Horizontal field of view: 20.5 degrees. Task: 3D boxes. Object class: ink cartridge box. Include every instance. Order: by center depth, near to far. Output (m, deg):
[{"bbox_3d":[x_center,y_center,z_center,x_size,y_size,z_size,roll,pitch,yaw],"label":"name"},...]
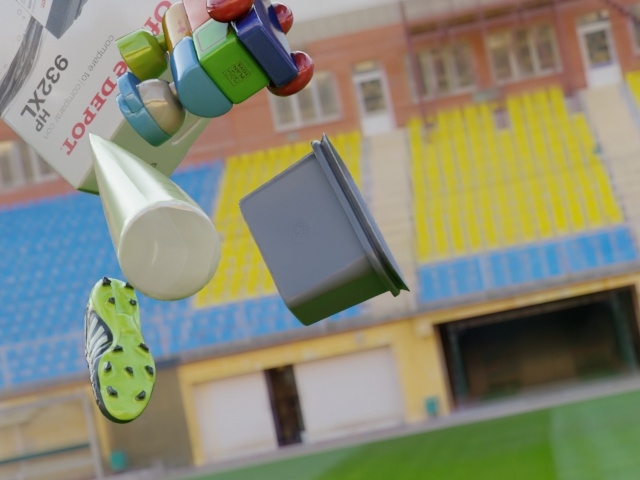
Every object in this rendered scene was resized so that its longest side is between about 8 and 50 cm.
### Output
[{"bbox_3d":[-0.237,-0.216,1.723,0.223,0.307,0.129,-54,-24,13],"label":"ink cartridge box"}]

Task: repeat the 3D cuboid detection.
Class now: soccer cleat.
[{"bbox_3d":[-0.194,0.112,1.671,0.060,0.179,0.072,11,-50,-21],"label":"soccer cleat"}]

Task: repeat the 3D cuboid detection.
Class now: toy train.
[{"bbox_3d":[-0.106,-0.181,1.455,0.143,0.105,0.248,-33,35,9],"label":"toy train"}]

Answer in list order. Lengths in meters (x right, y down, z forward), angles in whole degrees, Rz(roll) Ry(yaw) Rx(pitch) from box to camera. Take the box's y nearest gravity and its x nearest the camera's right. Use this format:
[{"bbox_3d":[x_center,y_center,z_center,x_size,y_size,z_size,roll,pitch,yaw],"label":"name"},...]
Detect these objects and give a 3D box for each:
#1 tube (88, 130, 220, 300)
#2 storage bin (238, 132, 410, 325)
[{"bbox_3d":[-0.111,-0.020,1.144,0.062,0.070,0.240,0,11,-12],"label":"tube"},{"bbox_3d":[0.000,0.000,1.416,0.091,0.135,0.098,-28,-25,5],"label":"storage bin"}]
